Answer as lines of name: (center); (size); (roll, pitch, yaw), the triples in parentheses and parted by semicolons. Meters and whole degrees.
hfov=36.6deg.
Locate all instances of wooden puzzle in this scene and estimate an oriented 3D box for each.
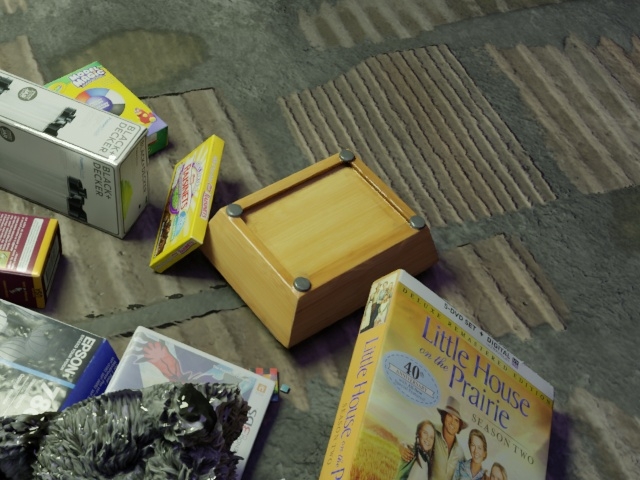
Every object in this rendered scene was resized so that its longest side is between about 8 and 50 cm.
wooden puzzle: (-0.084, 0.195, 1.312); (0.083, 0.006, 0.049); (2, 51, -8)

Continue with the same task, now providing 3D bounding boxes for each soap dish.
soap dish: (0.000, 0.000, 1.413); (0.290, 0.118, 0.229); (-27, 60, -29)

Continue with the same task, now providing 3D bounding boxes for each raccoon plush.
raccoon plush: (-0.226, 0.336, 1.071); (0.446, 0.216, 0.299); (-13, 72, 14)

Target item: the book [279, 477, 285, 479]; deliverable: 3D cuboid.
book: (-0.084, 0.362, 1.164); (0.144, 0.035, 0.096); (-21, 61, -25)

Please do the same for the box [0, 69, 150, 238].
box: (-0.399, -0.133, 1.425); (0.290, 0.169, 0.087); (22, 51, 8)

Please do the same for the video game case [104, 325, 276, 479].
video game case: (-0.178, 0.223, 1.239); (0.201, 0.023, 0.183); (22, 53, -2)

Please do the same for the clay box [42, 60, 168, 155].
clay box: (-0.364, -0.206, 1.564); (0.127, 0.053, 0.222); (-34, 64, -31)

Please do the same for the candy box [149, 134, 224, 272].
candy box: (-0.197, -0.057, 1.440); (0.027, 0.105, 0.206); (35, 42, -30)

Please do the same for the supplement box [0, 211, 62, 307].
supplement box: (-0.467, 0.020, 1.345); (0.188, 0.081, 0.104); (8, 51, -3)

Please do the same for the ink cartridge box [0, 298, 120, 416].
ink cartridge box: (-0.399, 0.170, 1.248); (0.332, 0.065, 0.165); (19, 50, 5)

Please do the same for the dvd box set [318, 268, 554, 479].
dvd box set: (0.144, 0.280, 1.149); (0.307, 0.062, 0.420); (38, 47, -21)
